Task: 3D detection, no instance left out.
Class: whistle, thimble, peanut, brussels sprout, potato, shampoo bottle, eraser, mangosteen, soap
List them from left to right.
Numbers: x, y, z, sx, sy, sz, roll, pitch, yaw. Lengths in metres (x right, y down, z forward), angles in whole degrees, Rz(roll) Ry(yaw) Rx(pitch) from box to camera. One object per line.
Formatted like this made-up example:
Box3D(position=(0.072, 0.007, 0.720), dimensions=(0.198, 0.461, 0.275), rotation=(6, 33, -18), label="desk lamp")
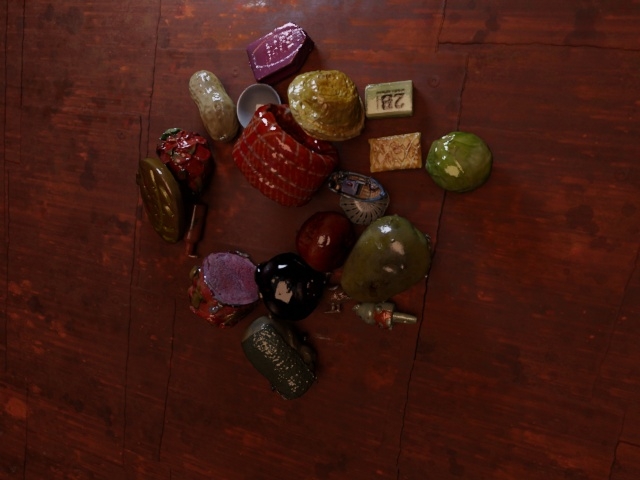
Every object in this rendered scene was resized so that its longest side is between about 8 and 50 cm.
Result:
Box3D(position=(-0.553, -0.046, 1.771), dimensions=(0.086, 0.085, 0.244), rotation=(14, 102, 15), label="shampoo bottle")
Box3D(position=(-0.418, -0.544, 1.633), dimensions=(0.159, 0.143, 0.291), rotation=(-25, 89, 42), label="peanut")
Box3D(position=(-0.146, -0.716, 1.556), dimensions=(0.250, 0.099, 0.162), rotation=(-21, 83, 18), label="soap")
Box3D(position=(-0.128, 0.165, 1.553), dimensions=(0.288, 0.287, 0.233), rotation=(31, 97, 12), label="mangosteen")
Box3D(position=(-0.118, -0.308, 1.468), dimensions=(0.350, 0.350, 0.230), rotation=(46, 119, 8), label="thimble")
Box3D(position=(0.239, 0.283, 1.549), dimensions=(0.253, 0.102, 0.105), rotation=(6, 90, 21), label="whistle")
Box3D(position=(0.235, 0.088, 1.471), dimensions=(0.270, 0.219, 0.359), rotation=(36, 116, 4), label="potato")
Box3D(position=(0.248, -0.506, 1.474), dimensions=(0.172, 0.058, 0.117), rotation=(1, 96, 18), label="eraser")
Box3D(position=(0.469, -0.263, 1.380), dimensions=(0.223, 0.161, 0.223), rotation=(3, 103, 12), label="brussels sprout")

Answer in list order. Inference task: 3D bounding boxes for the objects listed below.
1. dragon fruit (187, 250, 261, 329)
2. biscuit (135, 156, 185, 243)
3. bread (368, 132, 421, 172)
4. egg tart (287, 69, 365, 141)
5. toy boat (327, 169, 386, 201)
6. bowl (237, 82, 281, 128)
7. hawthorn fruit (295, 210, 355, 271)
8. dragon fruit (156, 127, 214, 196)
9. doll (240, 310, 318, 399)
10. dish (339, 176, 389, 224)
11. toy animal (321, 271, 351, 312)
Box3D(position=(-0.417, 0.224, 1.664), dimensions=(0.296, 0.314, 0.263), rotation=(51, 124, 15), label="dragon fruit")
Box3D(position=(-0.680, -0.167, 1.694), dimensions=(0.350, 0.070, 0.394), rotation=(40, 140, 26), label="biscuit")
Box3D(position=(0.273, -0.315, 1.483), dimensions=(0.189, 0.068, 0.125), rotation=(-3, 96, 18), label="bread")
Box3D(position=(0.037, -0.492, 1.422), dimensions=(0.319, 0.319, 0.128), rotation=(52, 149, 6), label="egg tart")
Box3D(position=(0.130, -0.193, 1.462), dimensions=(0.223, 0.097, 0.100), rotation=(18, 103, 21), label="toy boat")
Box3D(position=(-0.225, -0.513, 1.608), dimensions=(0.189, 0.086, 0.188), rotation=(3, 99, 17), label="bowl")
Box3D(position=(0.000, 0.000, 1.547), dimensions=(0.266, 0.210, 0.230), rotation=(12, 82, 48), label="hawthorn fruit")
Box3D(position=(-0.549, -0.316, 1.681), dimensions=(0.234, 0.233, 0.292), rotation=(2, 117, 17), label="dragon fruit")
Box3D(position=(-0.153, 0.453, 1.634), dimensions=(0.247, 0.247, 0.349), rotation=(-38, 81, 18), label="doll")
Box3D(position=(0.171, -0.148, 1.536), dimensions=(0.191, 0.066, 0.190), rotation=(2, 95, 22), label="dish")
Box3D(position=(0.065, 0.196, 1.606), dimensions=(0.188, 0.089, 0.179), rotation=(-5, 82, 29), label="toy animal")
